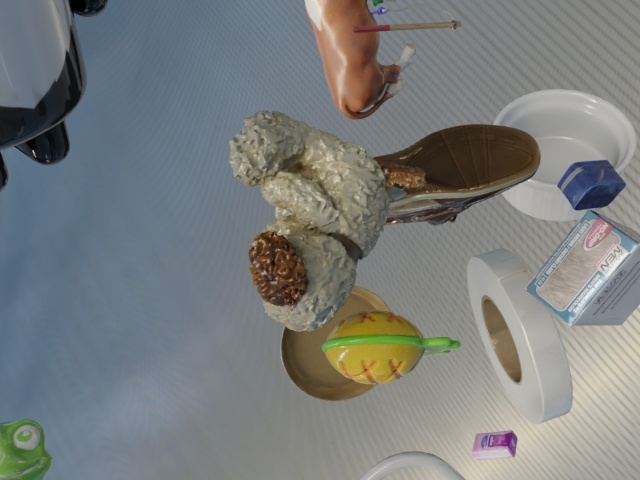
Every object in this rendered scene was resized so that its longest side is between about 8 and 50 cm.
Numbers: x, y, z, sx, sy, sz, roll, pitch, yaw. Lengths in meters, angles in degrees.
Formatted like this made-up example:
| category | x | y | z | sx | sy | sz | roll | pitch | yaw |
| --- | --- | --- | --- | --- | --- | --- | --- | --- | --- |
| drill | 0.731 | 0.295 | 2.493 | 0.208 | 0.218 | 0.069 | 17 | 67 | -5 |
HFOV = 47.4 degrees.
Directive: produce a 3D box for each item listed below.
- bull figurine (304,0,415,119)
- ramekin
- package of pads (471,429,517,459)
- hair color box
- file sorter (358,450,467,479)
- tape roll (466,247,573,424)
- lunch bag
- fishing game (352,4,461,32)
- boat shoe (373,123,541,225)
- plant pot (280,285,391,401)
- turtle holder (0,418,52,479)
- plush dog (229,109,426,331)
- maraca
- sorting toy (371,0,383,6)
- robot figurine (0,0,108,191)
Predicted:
| category | x | y | z | sx | sy | sz | roll | pitch | yaw |
| --- | --- | --- | --- | --- | --- | --- | --- | --- | --- |
| bull figurine | 0.051 | -0.354 | 1.172 | 0.101 | 0.189 | 0.310 | 4 | 109 | 48 |
| ramekin | 0.491 | -0.171 | 1.503 | 0.277 | 0.277 | 0.135 | 41 | 158 | 32 |
| package of pads | 0.337 | 0.398 | 1.413 | 0.083 | 0.050 | 0.032 | -17 | 123 | 36 |
| hair color box | 0.514 | 0.058 | 1.310 | 0.105 | 0.347 | 0.173 | 44 | 109 | 30 |
| file sorter | 0.061 | 0.234 | 0.251 | 0.173 | 0.193 | 0.277 | 45 | 180 | -12 |
| tape roll | 0.429 | 0.207 | 1.603 | 0.392 | 0.072 | 0.391 | 161 | 90 | -88 |
| lunch bag | 0.450 | -0.097 | 1.210 | 0.065 | 0.099 | 0.067 | 66 | 148 | 32 |
| fishing game | 0.100 | -0.367 | 0.813 | 0.041 | 0.189 | 0.263 | -149 | 54 | -70 |
| boat shoe | 0.182 | -0.087 | 1.177 | 0.342 | 0.123 | 0.123 | -16 | 61 | 15 |
| plant pot | 0.035 | 0.198 | 1.427 | 0.032 | 0.237 | 0.236 | -148 | 44 | -73 |
| turtle holder | -0.428 | 0.244 | 0.722 | 0.320 | 0.244 | 0.227 | -21 | 64 | 54 |
| plush dog | 0.000 | 0.000 | 0.869 | 0.211 | 0.225 | 0.262 | 12 | 163 | 19 |
| maraca | 0.094 | 0.145 | 0.990 | 0.127 | 0.186 | 0.099 | 122 | 149 | -73 |
| sorting toy | 0.099 | -0.383 | 1.122 | 0.083 | 0.062 | 0.012 | -24 | 88 | 49 |
| robot figurine | -0.264 | -0.168 | 0.513 | 0.209 | 0.174 | 0.278 | -86 | -3 | -49 |
